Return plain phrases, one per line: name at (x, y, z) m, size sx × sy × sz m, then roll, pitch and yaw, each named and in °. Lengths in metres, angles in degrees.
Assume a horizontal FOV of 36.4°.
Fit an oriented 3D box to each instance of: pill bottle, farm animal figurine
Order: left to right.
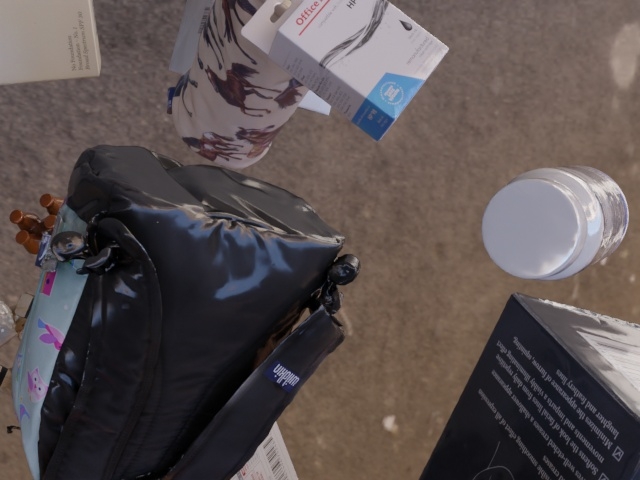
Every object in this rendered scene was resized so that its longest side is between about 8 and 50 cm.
farm animal figurine at (-0.291, 0.115, 1.274) m, size 0.327 × 0.330 × 0.172 m, roll -52°, pitch 157°, yaw -4°
pill bottle at (0.165, -0.013, 0.682) m, size 0.137 × 0.078 × 0.078 m, roll -11°, pitch 111°, yaw -61°

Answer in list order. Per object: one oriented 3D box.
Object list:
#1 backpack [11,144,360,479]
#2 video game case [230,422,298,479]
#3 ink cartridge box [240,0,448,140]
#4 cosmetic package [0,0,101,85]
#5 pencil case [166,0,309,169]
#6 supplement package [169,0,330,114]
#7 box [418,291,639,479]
backpack at (-0.084, 0.050, 0.499) m, size 0.152 × 0.115 × 0.182 m, roll 15°, pitch 112°, yaw -25°
video game case at (-0.091, 0.371, 1.079) m, size 0.300 × 0.036 × 0.329 m, roll -40°, pitch 114°, yaw -58°
ink cartridge box at (0.022, -0.198, 0.968) m, size 0.180 × 0.060 × 0.104 m, roll 37°, pitch 70°, yaw -1°
cosmetic package at (-0.465, -0.298, 1.322) m, size 0.309 × 0.113 × 0.160 m, roll -8°, pitch 118°, yaw -9°
pencil case at (-0.081, -0.255, 1.241) m, size 0.160 × 0.410 × 0.183 m, roll -18°, pitch 76°, yaw -27°
supplement package at (-0.108, -0.365, 1.780) m, size 0.263 × 0.198 × 0.199 m, roll 13°, pitch 97°, yaw -24°
box at (0.279, 0.312, 1.104) m, size 0.212 × 0.293 × 0.395 m, roll 16°, pitch 109°, yaw -24°
